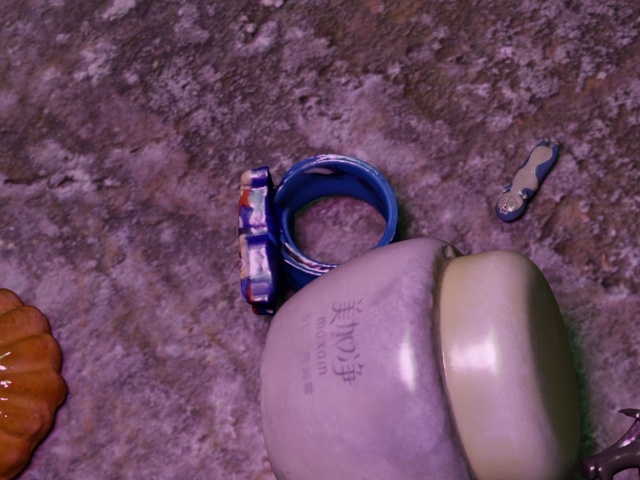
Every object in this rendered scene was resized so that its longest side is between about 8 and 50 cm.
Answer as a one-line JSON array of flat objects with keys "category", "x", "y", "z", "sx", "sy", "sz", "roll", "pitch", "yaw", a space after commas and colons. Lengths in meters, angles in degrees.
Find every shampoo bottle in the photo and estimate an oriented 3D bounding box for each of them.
[{"category": "shampoo bottle", "x": 0.105, "y": 0.162, "z": 1.563, "sx": 0.317, "sy": 0.322, "sz": 0.322, "roll": -14, "pitch": 60, "yaw": 22}]

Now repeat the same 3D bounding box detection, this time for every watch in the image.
[{"category": "watch", "x": 0.000, "y": -0.005, "z": 1.784, "sx": 0.200, "sy": 0.171, "sz": 0.196, "roll": -7, "pitch": 73, "yaw": 1}]

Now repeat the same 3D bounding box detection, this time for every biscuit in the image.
[{"category": "biscuit", "x": -0.489, "y": 0.190, "z": 1.855, "sx": 0.325, "sy": 0.107, "sz": 0.326, "roll": -9, "pitch": 60, "yaw": 16}]

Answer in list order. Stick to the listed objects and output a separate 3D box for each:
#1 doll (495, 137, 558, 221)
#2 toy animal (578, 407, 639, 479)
[{"category": "doll", "x": 0.258, "y": -0.076, "z": 1.808, "sx": 0.037, "sy": 0.027, "sz": 0.125, "roll": 23, "pitch": 72, "yaw": 33}, {"category": "toy animal", "x": 0.372, "y": 0.285, "z": 1.508, "sx": 0.146, "sy": 0.245, "sz": 0.114, "roll": -23, "pitch": 19, "yaw": -13}]
